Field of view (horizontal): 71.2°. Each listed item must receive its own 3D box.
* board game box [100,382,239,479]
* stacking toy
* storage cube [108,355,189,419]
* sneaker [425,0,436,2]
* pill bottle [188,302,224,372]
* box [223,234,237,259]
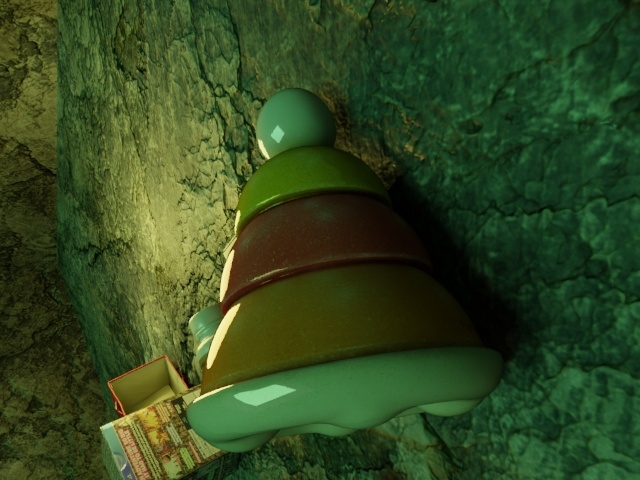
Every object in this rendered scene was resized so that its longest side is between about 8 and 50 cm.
[{"bbox_3d":[-0.401,0.565,1.202,0.232,0.291,0.141,41,130,36],"label":"board game box"},{"bbox_3d":[0.000,0.000,0.594,0.351,0.351,0.479,-41,50,49],"label":"stacking toy"},{"bbox_3d":[-0.530,0.524,1.419,0.184,0.215,0.193,36,134,38],"label":"storage cube"},{"bbox_3d":[0.087,-0.356,0.488,0.192,0.064,0.086,61,145,22],"label":"sneaker"},{"bbox_3d":[-0.197,0.258,0.982,0.229,0.131,0.131,58,139,21],"label":"pill bottle"},{"bbox_3d":[-0.102,0.075,0.870,0.175,0.051,0.220,-41,69,49],"label":"box"}]
